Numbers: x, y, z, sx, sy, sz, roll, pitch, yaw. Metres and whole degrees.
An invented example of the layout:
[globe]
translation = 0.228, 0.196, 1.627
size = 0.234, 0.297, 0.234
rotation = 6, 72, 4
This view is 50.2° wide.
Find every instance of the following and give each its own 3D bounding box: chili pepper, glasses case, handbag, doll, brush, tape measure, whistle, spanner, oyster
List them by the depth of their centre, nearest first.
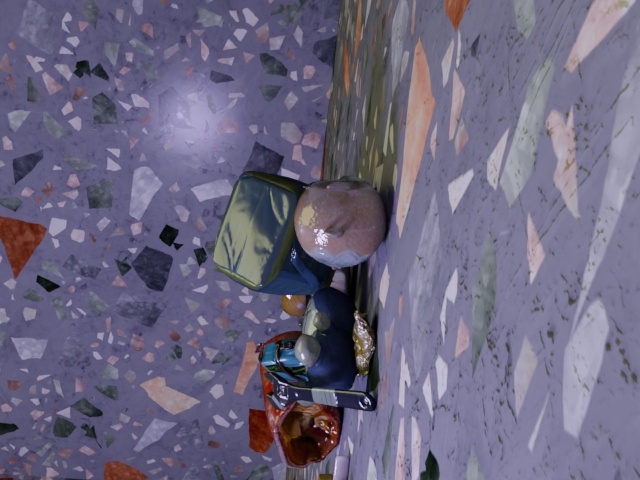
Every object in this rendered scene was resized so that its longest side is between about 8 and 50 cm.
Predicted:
[spanner]
translation = -0.011, 0.303, 1.353
size = 0.316, 0.024, 0.087
rotation = -9, 104, 48
[oyster]
translation = 0.089, 0.209, 1.358
size = 0.146, 0.045, 0.121
rotation = 106, 155, -71
[whistle]
translation = 0.050, -0.050, 1.382
size = 0.348, 0.189, 0.189
rotation = -60, -22, -69
[doll]
translation = 0.014, 0.217, 1.491
size = 0.258, 0.154, 0.228
rotation = -93, 2, -55
[glasses case]
translation = 0.046, 0.518, 1.528
size = 0.021, 0.032, 0.083
rotation = -89, 4, -77
[handbag]
translation = -0.082, -0.007, 1.531
size = 0.241, 0.222, 0.263
rotation = 13, -86, -55
[tape measure]
translation = -0.058, 0.284, 1.614
size = 0.146, 0.125, 0.081
rotation = 46, -144, -41
[brush]
translation = -0.008, 0.068, 1.732
size = 0.174, 0.166, 0.266
rotation = -62, -28, -72
[chili pepper]
translation = -0.038, 0.400, 1.776
size = 0.305, 0.229, 0.251
rotation = -109, 13, -55

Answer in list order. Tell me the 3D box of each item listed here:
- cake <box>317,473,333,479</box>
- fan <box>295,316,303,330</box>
[cake]
translation = 0.012, 0.644, 1.761
size = 0.084, 0.044, 0.084
rotation = -173, 90, -86
[fan]
translation = -0.041, 0.311, 2.199
size = 0.057, 0.023, 0.282
rotation = -104, -10, -78
